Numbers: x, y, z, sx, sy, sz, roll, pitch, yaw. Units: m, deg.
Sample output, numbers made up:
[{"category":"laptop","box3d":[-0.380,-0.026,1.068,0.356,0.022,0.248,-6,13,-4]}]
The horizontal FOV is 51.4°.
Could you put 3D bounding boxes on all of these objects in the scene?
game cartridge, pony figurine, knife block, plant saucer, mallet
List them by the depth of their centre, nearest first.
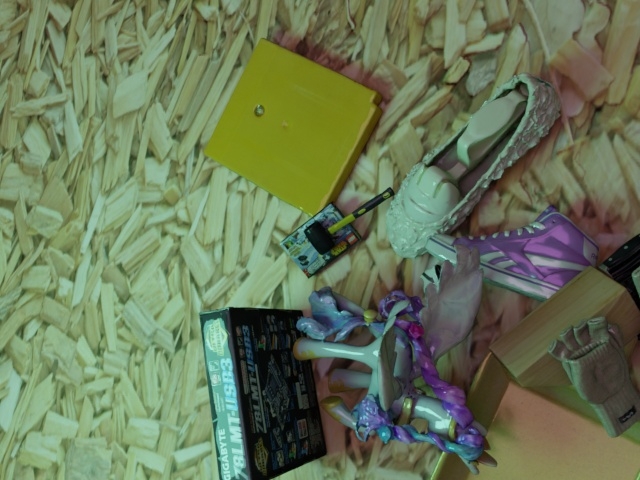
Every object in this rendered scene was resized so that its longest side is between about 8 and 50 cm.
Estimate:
[{"category":"knife block","box3d":[0.422,0.100,1.028,0.088,0.275,0.242,-126,42,-63]},{"category":"plant saucer","box3d":[0.373,0.390,1.095,0.332,0.081,0.333,25,95,25]},{"category":"pony figurine","box3d":[0.124,0.195,1.103,0.363,0.302,0.351,13,120,40]},{"category":"mallet","box3d":[0.062,-0.035,1.269,0.189,0.039,0.062,-26,103,12]},{"category":"game cartridge","box3d":[-0.059,-0.235,1.391,0.323,0.052,0.286,31,97,22]}]

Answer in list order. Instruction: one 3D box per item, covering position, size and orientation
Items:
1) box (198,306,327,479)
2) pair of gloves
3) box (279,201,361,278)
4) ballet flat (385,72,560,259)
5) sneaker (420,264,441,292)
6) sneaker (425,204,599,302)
[{"category":"box","box3d":[-0.098,0.271,1.210,0.073,0.293,0.296,-15,78,23]},{"category":"pair of gloves","box3d":[0.467,0.150,0.986,0.240,0.042,0.204,-42,112,-4]},{"category":"box","box3d":[0.000,0.000,1.322,0.137,0.027,0.094,-37,98,17]},{"category":"ballet flat","box3d":[0.248,-0.141,1.188,0.409,0.147,0.147,-48,67,13]},{"category":"sneaker","box3d":[0.217,0.102,1.229,0.043,0.040,0.109,-27,69,37]},{"category":"sneaker","box3d":[0.334,0.004,1.155,0.281,0.102,0.161,19,89,15]}]
